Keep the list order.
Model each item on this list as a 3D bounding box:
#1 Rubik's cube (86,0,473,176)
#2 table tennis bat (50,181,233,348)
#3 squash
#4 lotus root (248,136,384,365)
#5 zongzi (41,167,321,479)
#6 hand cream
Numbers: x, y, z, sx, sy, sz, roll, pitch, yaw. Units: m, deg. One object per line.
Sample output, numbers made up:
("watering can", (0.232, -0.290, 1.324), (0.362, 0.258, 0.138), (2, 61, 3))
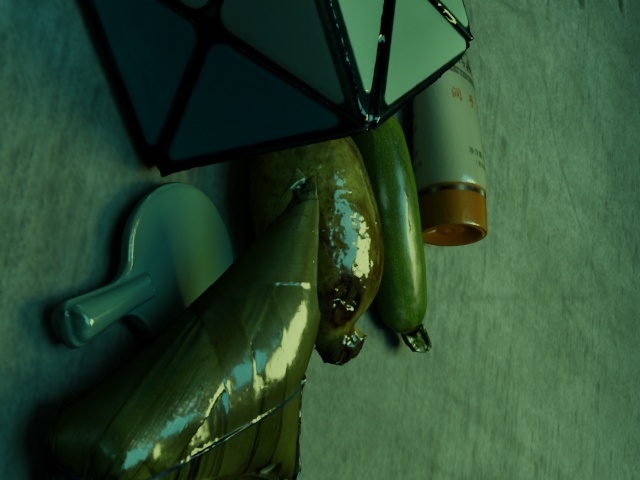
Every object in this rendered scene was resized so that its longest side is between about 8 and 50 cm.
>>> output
("Rubik's cube", (-0.039, -0.227, 1.096), (0.250, 0.248, 0.246), (-41, 117, -52))
("table tennis bat", (-0.148, 0.036, 1.071), (0.244, 0.040, 0.153), (-32, 114, -56))
("squash", (0.081, -0.021, 1.387), (0.080, 0.071, 0.318), (-18, 99, -57))
("lotus root", (0.000, 0.000, 1.216), (0.145, 0.128, 0.260), (-16, 98, -66))
("zongzi", (-0.100, 0.078, 1.009), (0.260, 0.123, 0.289), (2, 101, -55))
("hand cream", (0.158, -0.149, 1.527), (0.139, 0.089, 0.314), (23, 57, -55))
